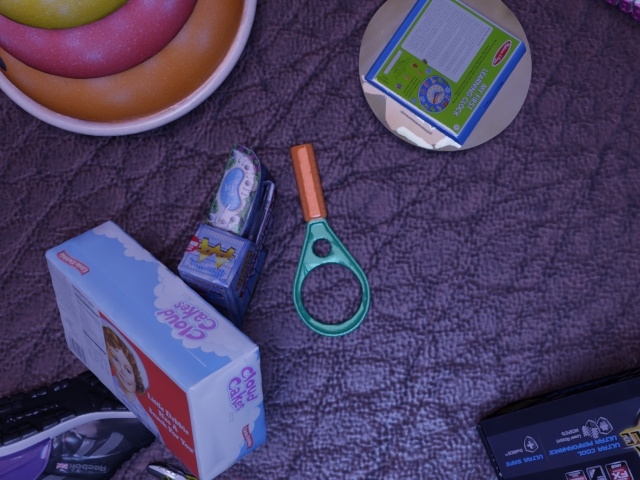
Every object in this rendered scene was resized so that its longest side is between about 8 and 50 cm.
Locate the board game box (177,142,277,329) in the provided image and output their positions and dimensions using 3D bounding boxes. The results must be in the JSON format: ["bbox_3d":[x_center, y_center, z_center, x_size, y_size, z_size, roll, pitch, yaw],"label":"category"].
[{"bbox_3d":[-0.095,-0.001,1.104,0.060,0.194,0.194,19,87,4],"label":"board game box"}]

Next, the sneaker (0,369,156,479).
[{"bbox_3d":[-0.254,0.222,1.158,0.283,0.107,0.124,-13,121,-11],"label":"sneaker"}]

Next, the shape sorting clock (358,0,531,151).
[{"bbox_3d":[0.147,-0.207,1.184,0.206,0.040,0.206,0,82,1],"label":"shape sorting clock"}]

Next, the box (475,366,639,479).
[{"bbox_3d":[0.340,0.284,1.033,0.295,0.073,0.294,-27,82,44],"label":"box"}]

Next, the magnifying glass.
[{"bbox_3d":[0.000,0.000,1.186,0.092,0.026,0.231,-12,87,2],"label":"magnifying glass"}]

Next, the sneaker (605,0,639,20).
[{"bbox_3d":[0.377,-0.303,1.168,0.170,0.063,0.075,33,94,10],"label":"sneaker"}]

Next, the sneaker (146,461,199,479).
[{"bbox_3d":[-0.168,0.287,1.165,0.083,0.031,0.035,25,88,5],"label":"sneaker"}]

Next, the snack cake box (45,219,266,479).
[{"bbox_3d":[-0.175,0.112,1.059,0.089,0.152,0.264,-30,49,-31],"label":"snack cake box"}]

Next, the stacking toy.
[{"bbox_3d":[-0.259,-0.315,0.995,0.350,0.480,0.351,0,85,3],"label":"stacking toy"}]
